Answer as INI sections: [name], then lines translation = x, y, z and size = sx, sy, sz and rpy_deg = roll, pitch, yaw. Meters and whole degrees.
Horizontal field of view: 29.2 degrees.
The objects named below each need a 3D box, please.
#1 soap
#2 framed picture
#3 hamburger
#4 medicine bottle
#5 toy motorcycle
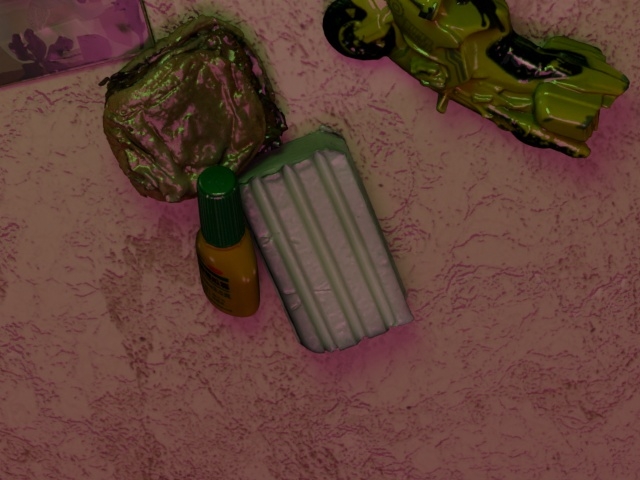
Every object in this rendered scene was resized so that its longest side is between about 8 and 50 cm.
[soap]
translation = 0.000, 0.000, 1.516
size = 0.150, 0.094, 0.261
rpy_deg = -21, 110, 3
[framed picture]
translation = -0.307, -0.266, 1.445
size = 0.201, 0.010, 0.136
rpy_deg = -12, 112, 5
[hamburger]
translation = -0.156, -0.153, 1.445
size = 0.206, 0.130, 0.183
rpy_deg = -33, 112, -6
[medicine bottle]
translation = -0.113, 0.001, 1.453
size = 0.064, 0.095, 0.260
rpy_deg = -35, 154, -20
[toy motorcycle]
translation = 0.183, -0.225, 1.393
size = 0.342, 0.142, 0.206
rpy_deg = 26, 148, -10
